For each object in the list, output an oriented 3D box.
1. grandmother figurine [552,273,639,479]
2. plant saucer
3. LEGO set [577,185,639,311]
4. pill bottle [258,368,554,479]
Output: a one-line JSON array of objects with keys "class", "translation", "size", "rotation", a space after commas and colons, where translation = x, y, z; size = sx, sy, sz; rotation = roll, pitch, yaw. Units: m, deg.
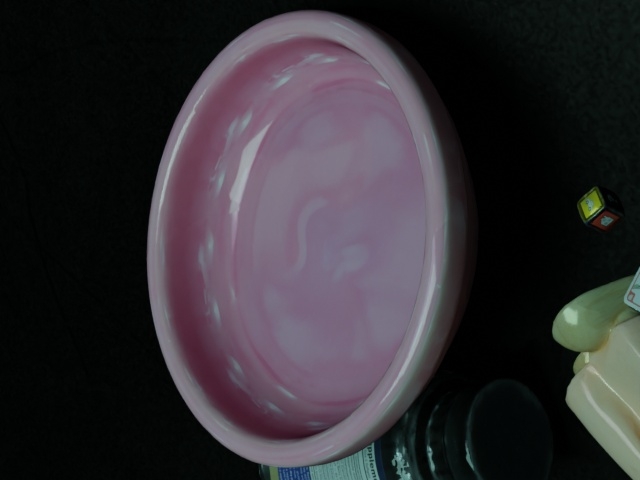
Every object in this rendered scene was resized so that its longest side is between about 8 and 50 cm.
[{"class": "grandmother figurine", "translation": [0.273, 0.186, 1.199], "size": [0.104, 0.208, 0.342], "rotation": [-38, 56, 10]}, {"class": "plant saucer", "translation": [0.000, 0.000, 1.399], "size": [0.332, 0.084, 0.332], "rotation": [-6, 82, 49]}, {"class": "LEGO set", "translation": [0.246, -0.027, 1.149], "size": [0.244, 0.060, 0.182], "rotation": [34, 99, 55]}, {"class": "pill bottle", "translation": [0.065, 0.163, 1.446], "size": [0.219, 0.123, 0.123], "rotation": [-15, 98, 46]}]
